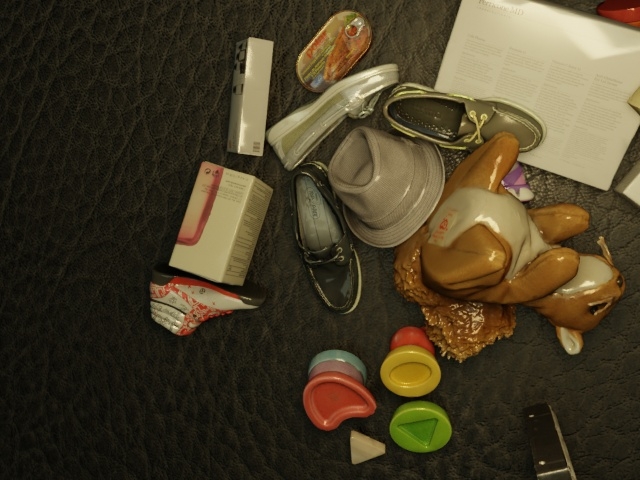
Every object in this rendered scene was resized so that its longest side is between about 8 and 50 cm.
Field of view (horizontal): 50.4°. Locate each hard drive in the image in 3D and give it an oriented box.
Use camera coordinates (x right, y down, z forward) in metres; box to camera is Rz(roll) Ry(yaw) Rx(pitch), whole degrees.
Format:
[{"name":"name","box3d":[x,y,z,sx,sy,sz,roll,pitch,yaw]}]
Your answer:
[{"name":"hard drive","box3d":[0.450,0.467,1.264,0.064,0.339,0.237,-17,90,13]}]

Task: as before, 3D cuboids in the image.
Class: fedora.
[{"name":"fedora","box3d":[0.104,-0.129,1.329,0.124,0.275,0.244,28,116,-34]}]

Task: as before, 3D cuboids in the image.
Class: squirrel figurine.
[{"name":"squirrel figurine","box3d":[0.352,0.067,1.292,0.370,0.281,0.397,28,139,-21]}]

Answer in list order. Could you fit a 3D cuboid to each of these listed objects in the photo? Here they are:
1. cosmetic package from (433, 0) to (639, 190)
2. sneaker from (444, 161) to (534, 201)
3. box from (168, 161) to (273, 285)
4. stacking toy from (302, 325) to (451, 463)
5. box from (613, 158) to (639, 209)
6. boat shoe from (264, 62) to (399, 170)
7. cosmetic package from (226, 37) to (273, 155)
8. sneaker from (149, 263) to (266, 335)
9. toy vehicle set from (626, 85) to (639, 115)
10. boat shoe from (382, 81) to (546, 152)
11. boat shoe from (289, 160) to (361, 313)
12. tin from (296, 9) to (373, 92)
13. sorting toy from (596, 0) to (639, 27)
[{"name":"cosmetic package","box3d":[0.415,-0.294,1.283,0.377,0.097,0.284,21,121,11]},{"name":"sneaker","box3d":[0.306,-0.114,1.376,0.236,0.095,0.105,-7,87,10]},{"name":"box","box3d":[-0.209,-0.032,1.457,0.126,0.148,0.232,17,87,13]},{"name":"stacking toy","box3d":[0.134,0.328,1.477,0.308,0.130,0.280,-18,117,18]},{"name":"box","box3d":[0.629,-0.096,1.284,0.101,0.102,0.087,39,105,6]},{"name":"boat shoe","box3d":[0.033,-0.262,1.417,0.320,0.118,0.103,-29,94,19]},{"name":"cosmetic package","box3d":[-0.154,-0.305,1.458,0.060,0.099,0.239,3,97,-22]},{"name":"sneaker","box3d":[-0.259,0.150,1.547,0.270,0.090,0.145,12,111,6]},{"name":"toy vehicle set","box3d":[0.676,-0.241,1.206,0.266,0.035,0.166,27,107,-33]},{"name":"boat shoe","box3d":[0.264,-0.219,1.269,0.305,0.091,0.109,17,119,14]},{"name":"boat shoe","box3d":[0.004,-0.001,1.446,0.127,0.113,0.340,-7,94,14]},{"name":"tin","box3d":[0.030,-0.399,1.441,0.106,0.040,0.190,44,104,2]},{"name":"sorting toy","box3d":[0.703,-0.400,1.249,0.365,0.127,0.126,-4,118,17]}]
